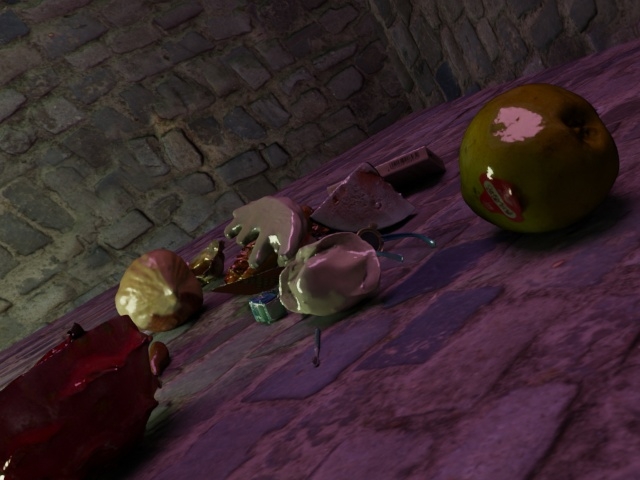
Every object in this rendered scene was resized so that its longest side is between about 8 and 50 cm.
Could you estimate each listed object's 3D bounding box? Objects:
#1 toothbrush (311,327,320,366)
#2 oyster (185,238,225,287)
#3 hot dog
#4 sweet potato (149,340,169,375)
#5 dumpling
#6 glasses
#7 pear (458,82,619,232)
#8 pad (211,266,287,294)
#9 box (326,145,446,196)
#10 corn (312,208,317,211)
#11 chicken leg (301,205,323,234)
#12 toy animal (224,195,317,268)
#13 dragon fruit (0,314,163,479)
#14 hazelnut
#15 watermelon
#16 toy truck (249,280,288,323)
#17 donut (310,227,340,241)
[{"bbox_3d":[-0.009,0.204,1.214,0.011,0.014,0.167,-34,11,9],"label":"toothbrush"},{"bbox_3d":[-0.465,0.113,2.246,0.337,0.133,0.198,-20,16,38],"label":"oyster"},{"bbox_3d":[-0.166,0.019,1.900,0.349,0.117,0.158,-47,15,-18],"label":"hot dog"},{"bbox_3d":[-0.413,0.303,1.574,0.056,0.056,0.195,-27,19,1],"label":"sweet potato"},{"bbox_3d":[0.015,0.077,1.323,0.250,0.162,0.132,-21,-8,25],"label":"dumpling"},{"bbox_3d":[0.146,0.033,1.477,0.190,0.088,0.220,-19,24,-40],"label":"glasses"},{"bbox_3d":[0.400,-0.145,1.214,0.287,0.287,0.375,-31,-8,-17],"label":"pear"},{"bbox_3d":[-0.149,0.111,1.669,0.267,0.004,0.181,-20,-19,33],"label":"pad"},{"bbox_3d":[0.224,-0.208,2.105,0.365,0.051,0.204,-22,-14,23],"label":"box"},{"bbox_3d":[-0.083,-0.072,2.305,0.253,0.086,0.086,-13,19,47],"label":"corn"},{"bbox_3d":[-0.039,-0.040,2.110,0.085,0.101,0.207,-29,33,8],"label":"chicken leg"},{"bbox_3d":[-0.122,-0.003,1.761,0.308,0.188,0.266,-20,55,39],"label":"toy animal"},{"bbox_3d":[-0.456,0.320,1.170,0.371,0.249,0.386,-37,-1,43],"label":"dragon fruit"},{"bbox_3d":[-0.478,0.153,1.871,0.261,0.261,0.241,-31,14,-15],"label":"hazelnut"},{"bbox_3d":[0.084,-0.126,1.805,0.289,0.213,0.320,-14,30,-27],"label":"watermelon"},{"bbox_3d":[-0.086,0.138,1.539,0.175,0.067,0.081,-32,19,-35],"label":"toy truck"},{"bbox_3d":[0.000,0.000,1.908,0.140,0.059,0.140,-27,12,6],"label":"donut"}]
